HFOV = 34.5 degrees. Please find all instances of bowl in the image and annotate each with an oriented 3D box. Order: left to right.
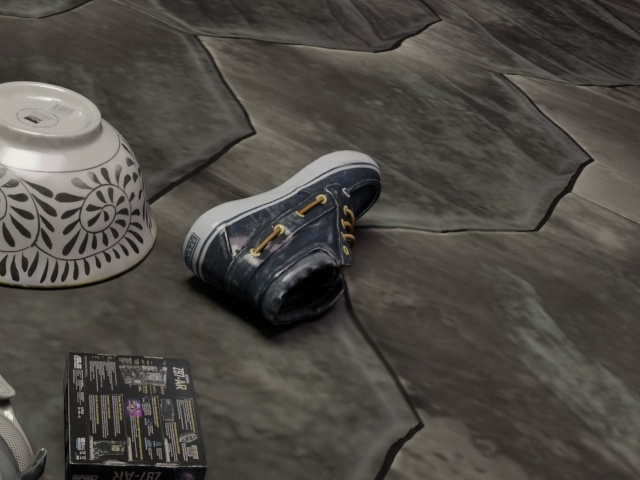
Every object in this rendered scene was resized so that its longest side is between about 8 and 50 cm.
[{"bbox_3d":[-0.183,-0.050,0.658,0.170,0.080,0.170,13,31,-8],"label":"bowl"}]

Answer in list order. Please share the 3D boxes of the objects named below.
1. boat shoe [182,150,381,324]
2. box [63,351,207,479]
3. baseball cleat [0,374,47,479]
[{"bbox_3d":[0.000,0.000,0.690,0.083,0.065,0.183,36,41,25],"label":"boat shoe"},{"bbox_3d":[-0.096,0.091,0.526,0.067,0.018,0.083,5,32,-19],"label":"box"},{"bbox_3d":[-0.223,0.073,0.463,0.206,0.072,0.109,27,17,8],"label":"baseball cleat"}]
